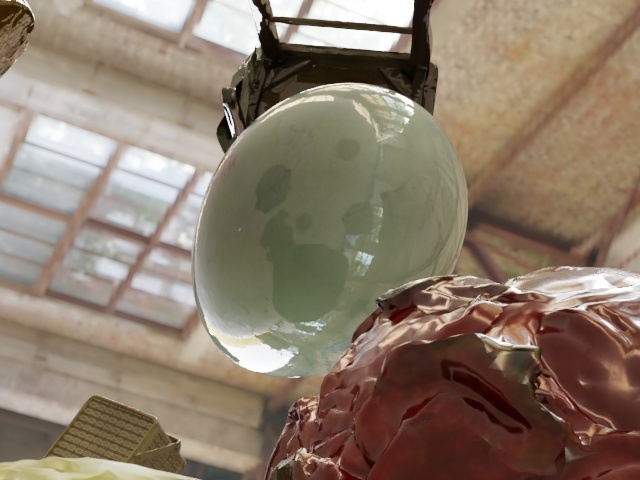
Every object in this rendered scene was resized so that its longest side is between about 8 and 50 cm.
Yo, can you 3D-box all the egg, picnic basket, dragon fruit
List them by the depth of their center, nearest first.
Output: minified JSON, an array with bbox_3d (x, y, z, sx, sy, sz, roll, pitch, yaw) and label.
[{"bbox_3d":[0.095,0.139,0.458,0.244,0.299,0.244,-29,-149,19],"label":"dragon fruit"},{"bbox_3d":[0.000,0.000,1.042,0.264,0.182,0.183,126,-25,-43],"label":"egg"},{"bbox_3d":[-0.241,0.261,1.592,0.115,0.079,0.164,15,-124,36],"label":"picnic basket"}]

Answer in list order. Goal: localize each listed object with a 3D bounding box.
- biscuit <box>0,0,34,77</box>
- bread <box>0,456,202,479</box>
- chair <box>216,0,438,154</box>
[{"bbox_3d":[-0.269,-0.083,0.846,0.236,0.039,0.180,-33,173,-31],"label":"biscuit"},{"bbox_3d":[-0.135,0.299,0.815,0.348,0.348,0.308,-123,-142,-68],"label":"bread"},{"bbox_3d":[0.003,-0.095,1.259,0.319,0.186,0.160,88,10,-67],"label":"chair"}]
